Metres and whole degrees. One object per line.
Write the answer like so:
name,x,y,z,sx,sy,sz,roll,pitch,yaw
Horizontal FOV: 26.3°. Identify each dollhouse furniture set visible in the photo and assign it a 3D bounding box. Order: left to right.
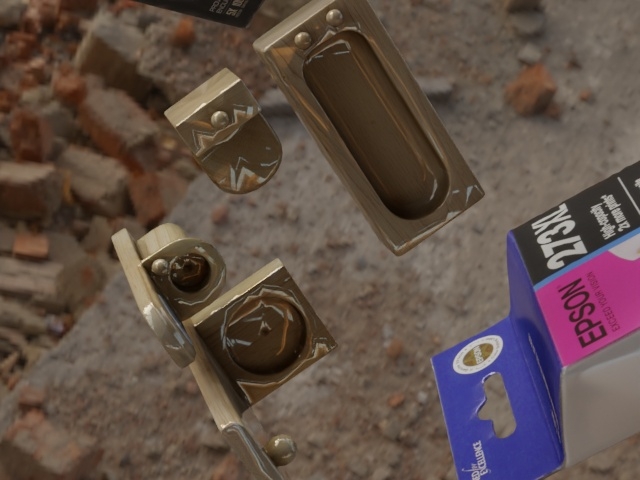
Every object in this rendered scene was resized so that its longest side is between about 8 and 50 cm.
dollhouse furniture set,0.000,0.000,0.562,0.151,0.144,0.123,-35,22,-3

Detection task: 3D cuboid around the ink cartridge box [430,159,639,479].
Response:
ink cartridge box,0.218,0.003,0.754,0.069,0.371,0.175,54,13,-21

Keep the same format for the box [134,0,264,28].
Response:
box,-0.039,-0.221,0.686,0.078,0.180,0.147,11,61,-22
